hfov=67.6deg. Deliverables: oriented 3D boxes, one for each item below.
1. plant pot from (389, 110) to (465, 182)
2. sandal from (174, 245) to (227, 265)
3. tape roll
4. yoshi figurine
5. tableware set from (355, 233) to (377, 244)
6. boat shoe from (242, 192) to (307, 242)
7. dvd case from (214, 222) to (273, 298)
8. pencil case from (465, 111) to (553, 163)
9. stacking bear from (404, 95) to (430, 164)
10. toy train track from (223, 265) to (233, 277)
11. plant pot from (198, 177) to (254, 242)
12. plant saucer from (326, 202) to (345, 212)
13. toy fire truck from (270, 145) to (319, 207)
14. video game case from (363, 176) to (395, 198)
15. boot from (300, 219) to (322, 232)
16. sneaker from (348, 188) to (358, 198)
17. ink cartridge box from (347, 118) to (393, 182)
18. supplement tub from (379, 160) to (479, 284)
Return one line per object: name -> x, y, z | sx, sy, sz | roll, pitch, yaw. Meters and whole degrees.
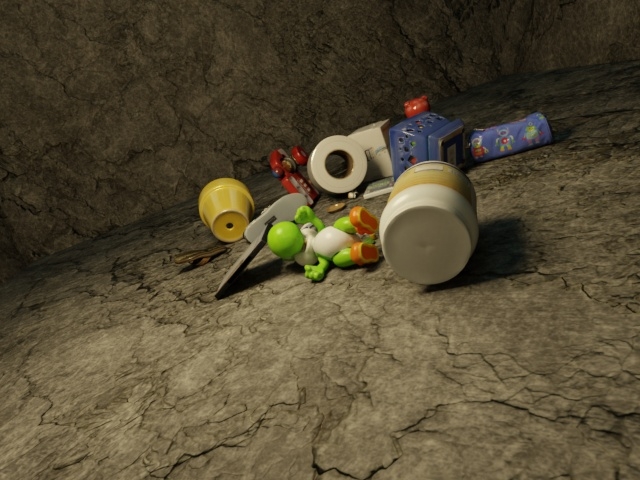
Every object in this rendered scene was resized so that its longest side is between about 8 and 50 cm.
plant pot -> 0.426, -0.350, 1.853 | 0.236, 0.236, 0.212 | -32, 36, -33
sandal -> -0.483, 0.069, 1.949 | 0.219, 0.060, 0.090 | -17, 18, -37
tape roll -> 0.069, -0.326, 2.094 | 0.246, 0.246, 0.169 | -23, 6, -5
yoshi figurine -> -0.018, 0.003, 1.409 | 0.362, 0.203, 0.203 | -9, 28, 41
tableware set -> 0.112, 0.000, 1.538 | 0.154, 0.024, 0.104 | -9, 25, 30
boat shoe -> -0.193, -0.093, 2.004 | 0.306, 0.113, 0.105 | -43, 17, -14
dvd case -> -0.247, 0.063, 1.555 | 0.253, 0.022, 0.180 | -48, 11, 16
pencil case -> 0.714, -0.392, 1.819 | 0.306, 0.133, 0.119 | -13, 11, 21
stacking bear -> 0.458, -0.490, 2.123 | 0.175, 0.289, 0.164 | -19, 18, 7
toy train track -> -0.312, 0.111, 1.702 | 0.048, 0.014, 0.083 | 5, 36, 39
plant pot -> -0.413, -0.118, 2.135 | 0.254, 0.254, 0.239 | -22, 34, -2
plant saucer -> 0.064, -0.132, 1.973 | 0.083, 0.015, 0.083 | -18, 18, 6
toy fire truck -> -0.121, -0.291, 2.203 | 0.169, 0.302, 0.254 | -37, 8, 21
video game case -> 0.283, -0.233, 2.013 | 0.190, 0.022, 0.173 | -15, 19, 19
boot -> -0.044, -0.007, 1.675 | 0.190, 0.069, 0.086 | -39, 31, -25
sneaker -> 0.148, -0.198, 2.062 | 0.037, 0.032, 0.083 | 9, 28, 19
ink cartridge box -> 0.259, -0.420, 2.233 | 0.168, 0.232, 0.171 | -11, 20, 28
supplement tub -> 0.269, -0.051, 1.175 | 0.228, 0.228, 0.316 | -14, 19, 22
